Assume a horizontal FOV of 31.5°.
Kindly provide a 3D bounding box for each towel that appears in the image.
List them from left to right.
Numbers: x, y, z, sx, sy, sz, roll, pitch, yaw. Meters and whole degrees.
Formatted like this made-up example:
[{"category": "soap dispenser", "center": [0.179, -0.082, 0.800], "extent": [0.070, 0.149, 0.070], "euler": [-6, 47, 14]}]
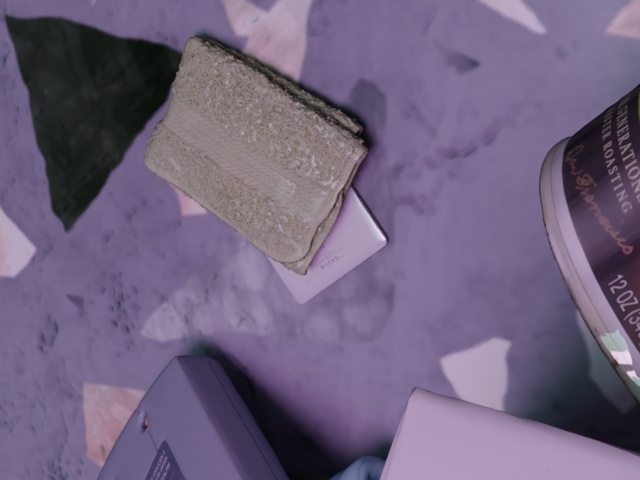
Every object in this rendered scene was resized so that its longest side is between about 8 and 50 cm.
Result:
[{"category": "towel", "center": [-0.045, -0.057, 0.723], "extent": [0.148, 0.027, 0.110], "euler": [35, 116, 21]}]

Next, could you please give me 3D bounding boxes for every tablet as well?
[{"category": "tablet", "center": [0.000, 0.000, 0.729], "extent": [0.083, 0.006, 0.054], "euler": [-37, 83, 32]}]

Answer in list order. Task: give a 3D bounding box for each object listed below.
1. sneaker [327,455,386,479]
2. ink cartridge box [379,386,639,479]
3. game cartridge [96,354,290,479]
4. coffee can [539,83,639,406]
[{"category": "sneaker", "center": [0.123, 0.267, 0.656], "extent": [0.366, 0.135, 0.150], "euler": [34, 121, 17]}, {"category": "ink cartridge box", "center": [0.205, 0.205, 0.453], "extent": [0.385, 0.279, 0.160], "euler": [15, 76, 16]}, {"category": "game cartridge", "center": [-0.110, 0.236, 0.774], "extent": [0.196, 0.060, 0.294], "euler": [48, 120, 45]}, {"category": "coffee can", "center": [0.257, -0.038, 0.451], "extent": [0.275, 0.201, 0.201], "euler": [-40, 82, 32]}]
